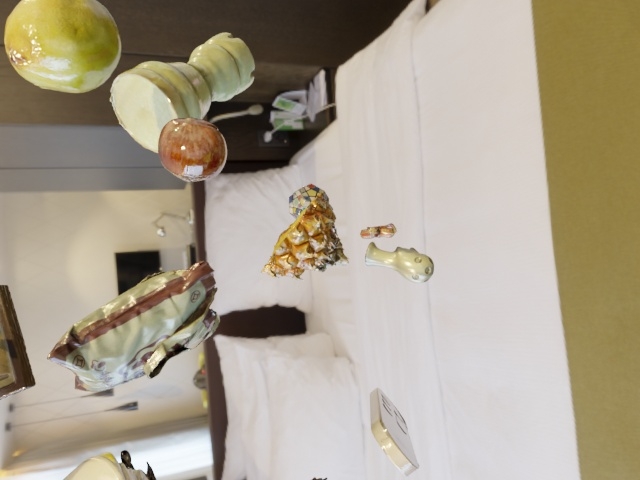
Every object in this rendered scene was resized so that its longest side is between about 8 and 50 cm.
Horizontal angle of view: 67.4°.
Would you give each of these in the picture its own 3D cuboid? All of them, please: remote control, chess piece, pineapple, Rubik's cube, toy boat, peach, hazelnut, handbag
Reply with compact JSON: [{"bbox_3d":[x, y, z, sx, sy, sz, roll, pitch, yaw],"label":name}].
[{"bbox_3d":[0.102,0.269,0.697,0.077,0.022,0.245,49,-179,7],"label":"remote control"},{"bbox_3d":[-0.370,-0.457,1.406,0.442,0.234,0.234,-56,-11,-43],"label":"chess piece"},{"bbox_3d":[-0.004,0.004,1.077,0.164,0.250,0.140,43,153,4],"label":"pineapple"},{"bbox_3d":[-0.029,-0.091,1.235,0.111,0.093,0.111,0,-90,-72],"label":"Rubik's cube"},{"bbox_3d":[-0.320,0.396,0.697,0.269,0.141,0.141,-41,45,19],"label":"toy boat"},{"bbox_3d":[-0.780,-0.603,1.477,0.314,0.281,0.315,-68,-16,14],"label":"peach"},{"bbox_3d":[-0.285,-0.203,1.064,0.143,0.154,0.143,18,-90,-78],"label":"hazelnut"},{"bbox_3d":[-0.258,0.137,0.702,0.127,0.235,0.213,55,153,19],"label":"handbag"}]

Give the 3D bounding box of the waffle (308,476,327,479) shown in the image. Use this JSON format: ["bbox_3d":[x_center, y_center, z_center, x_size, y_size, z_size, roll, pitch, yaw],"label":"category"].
[{"bbox_3d":[-0.139,0.732,1.223,0.095,0.382,0.380,55,138,38],"label":"waffle"}]

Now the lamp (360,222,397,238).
[{"bbox_3d":[0.118,-0.017,1.037,0.083,0.063,0.031,162,106,-69],"label":"lamp"}]

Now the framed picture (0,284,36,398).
[{"bbox_3d":[-0.531,0.171,0.754,0.023,0.128,0.168,39,-150,-80],"label":"framed picture"}]

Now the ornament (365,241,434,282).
[{"bbox_3d":[0.189,0.049,1.129,0.081,0.156,0.075,-69,-23,-16],"label":"ornament"}]
